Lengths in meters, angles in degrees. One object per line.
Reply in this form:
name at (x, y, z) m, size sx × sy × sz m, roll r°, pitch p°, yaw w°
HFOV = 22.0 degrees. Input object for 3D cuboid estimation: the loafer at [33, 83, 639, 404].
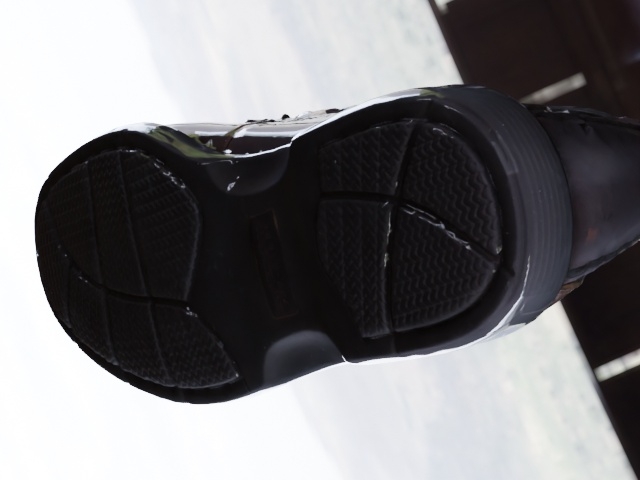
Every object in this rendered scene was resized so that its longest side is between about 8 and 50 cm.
loafer at (0.000, 0.000, 0.602) m, size 0.302 × 0.095 × 0.109 m, roll -6°, pitch 94°, yaw 53°
